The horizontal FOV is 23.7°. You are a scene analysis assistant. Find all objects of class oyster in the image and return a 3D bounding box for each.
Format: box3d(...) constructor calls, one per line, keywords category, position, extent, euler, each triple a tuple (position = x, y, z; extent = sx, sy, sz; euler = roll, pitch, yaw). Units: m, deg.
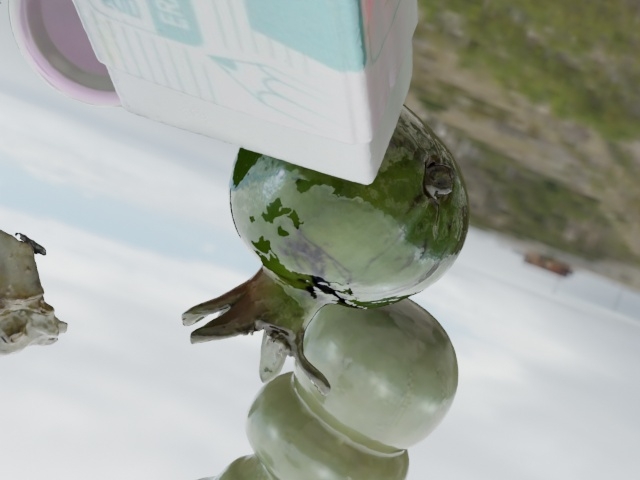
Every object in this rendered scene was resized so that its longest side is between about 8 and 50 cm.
box3d(category="oyster", position=(-0.404, 0.009, 1.625), extent=(0.197, 0.133, 0.337), euler=(-6, 132, 30))

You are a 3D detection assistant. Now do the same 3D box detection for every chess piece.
box3d(category="chess piece", position=(-0.008, 0.189, 1.251), extent=(0.182, 0.330, 0.182), euler=(28, -160, -11))

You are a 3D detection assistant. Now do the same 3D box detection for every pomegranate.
box3d(category="pomegranate", position=(0.000, 0.000, 0.922), extent=(0.152, 0.191, 0.131), euler=(39, -178, -36))

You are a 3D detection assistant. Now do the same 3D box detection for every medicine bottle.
box3d(category="medicine bottle", position=(-0.155, -0.167, 1.088), extent=(0.133, 0.133, 0.274), euler=(21, -175, -13))

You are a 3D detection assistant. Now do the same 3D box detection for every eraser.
box3d(category="eraser", position=(-0.027, -0.092, 0.410), extent=(0.095, 0.052, 0.225), euler=(17, 160, 11))
